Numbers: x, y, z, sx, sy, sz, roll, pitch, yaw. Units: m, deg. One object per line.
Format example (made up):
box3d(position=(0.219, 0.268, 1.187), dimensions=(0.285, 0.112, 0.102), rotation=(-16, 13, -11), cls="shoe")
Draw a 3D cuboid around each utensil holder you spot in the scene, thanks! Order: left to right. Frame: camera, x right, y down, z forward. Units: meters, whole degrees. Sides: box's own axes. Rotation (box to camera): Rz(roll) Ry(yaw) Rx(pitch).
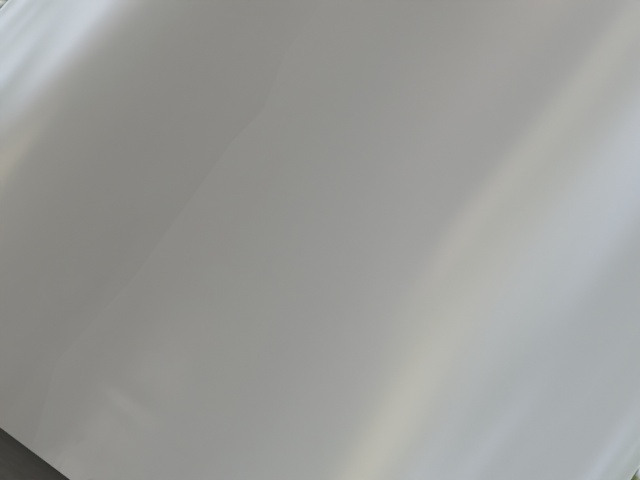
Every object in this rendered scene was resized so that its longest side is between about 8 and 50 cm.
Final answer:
box3d(position=(0.000, 0.000, 0.756), dimensions=(0.328, 0.327, 0.385), rotation=(30, -115, 15), cls="utensil holder")

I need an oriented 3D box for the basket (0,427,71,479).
box3d(position=(-0.126, 0.090, 0.396), dimensions=(0.154, 0.227, 0.204), rotation=(-36, -139, 17), cls="basket")
